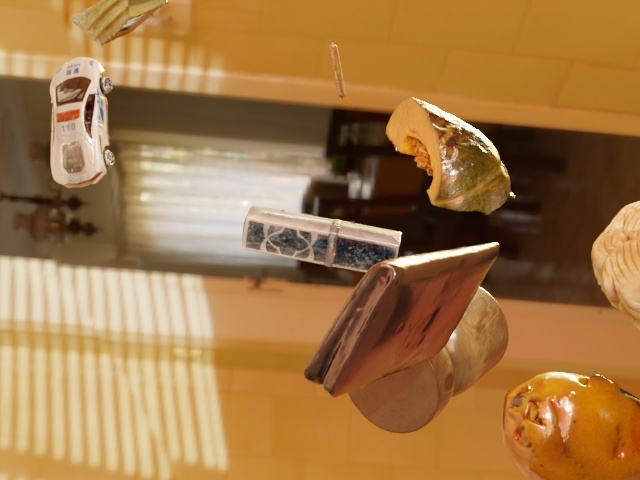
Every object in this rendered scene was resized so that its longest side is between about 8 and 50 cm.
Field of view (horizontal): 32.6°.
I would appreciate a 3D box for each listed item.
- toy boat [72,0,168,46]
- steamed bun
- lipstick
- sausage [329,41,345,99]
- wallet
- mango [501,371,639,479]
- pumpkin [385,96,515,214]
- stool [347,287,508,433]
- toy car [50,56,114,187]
[{"bbox_3d":[-0.376,-0.436,2.075,0.276,0.111,0.084,-11,109,54],"label":"toy boat"},{"bbox_3d":[0.672,0.071,2.080,0.276,0.203,0.289,-48,30,-20],"label":"steamed bun"},{"bbox_3d":[0.000,0.000,2.012,0.076,0.289,0.077,-70,-10,-65],"label":"lipstick"},{"bbox_3d":[0.028,-0.277,1.787,0.015,0.015,0.100,-93,-7,-61],"label":"sausage"},{"bbox_3d":[0.119,0.094,1.411,0.377,0.051,0.197,-8,-50,-60],"label":"wallet"},{"bbox_3d":[0.381,0.296,1.615,0.152,0.287,0.201,-7,55,51],"label":"mango"},{"bbox_3d":[0.234,-0.161,1.841,0.278,0.163,0.111,-117,34,-52],"label":"pumpkin"},{"bbox_3d":[0.180,0.187,1.823,0.264,0.179,0.179,-26,-51,-52],"label":"stool"},{"bbox_3d":[-0.364,-0.179,1.643,0.056,0.095,0.205,19,-115,-67],"label":"toy car"}]
